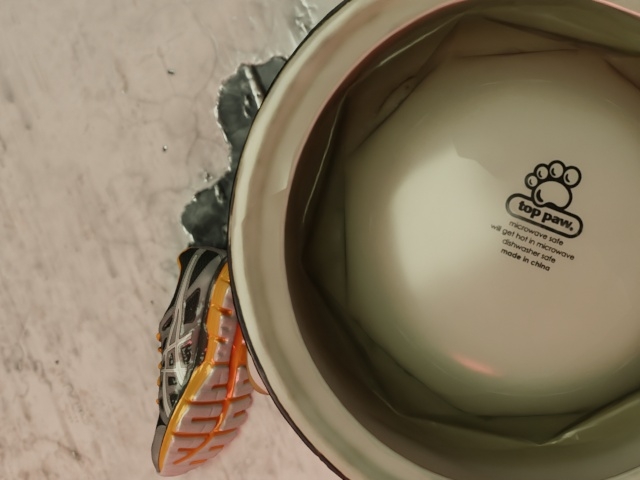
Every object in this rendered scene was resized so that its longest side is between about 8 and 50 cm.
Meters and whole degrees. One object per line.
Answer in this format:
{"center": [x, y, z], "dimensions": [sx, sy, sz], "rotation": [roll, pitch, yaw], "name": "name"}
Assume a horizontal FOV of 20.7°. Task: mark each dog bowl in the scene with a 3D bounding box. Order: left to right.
{"center": [0.143, -0.004, 1.225], "dimensions": [0.408, 0.150, 0.408], "rotation": [0, 96, 2], "name": "dog bowl"}

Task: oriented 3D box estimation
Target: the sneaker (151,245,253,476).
{"center": [-0.107, 0.104, 1.526], "dimensions": [0.083, 0.084, 0.215], "rotation": [25, 102, 35], "name": "sneaker"}

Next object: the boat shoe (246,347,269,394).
{"center": [0.000, 0.000, 1.455], "dimensions": [0.096, 0.098, 0.277], "rotation": [9, 108, 24], "name": "boat shoe"}
